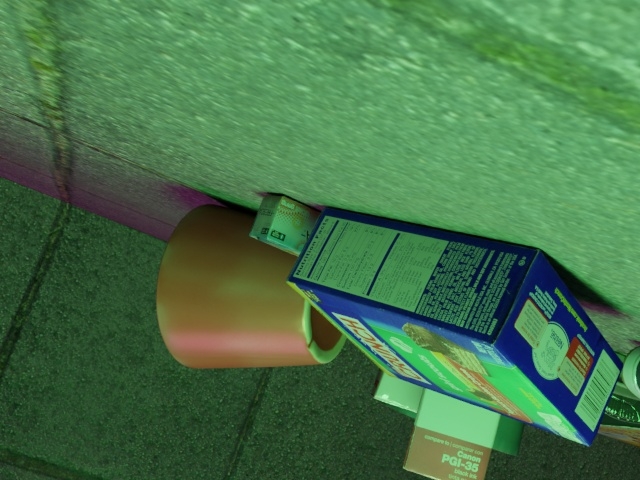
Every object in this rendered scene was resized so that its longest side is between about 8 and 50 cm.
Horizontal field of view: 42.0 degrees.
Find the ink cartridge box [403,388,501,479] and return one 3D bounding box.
[{"bbox_3d":[0.220,0.214,1.250,0.117,0.283,0.207,15,173,13],"label":"ink cartridge box"}]

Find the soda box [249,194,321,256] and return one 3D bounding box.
[{"bbox_3d":[0.000,0.000,1.127,0.183,0.063,0.058,24,172,-28],"label":"soda box"}]

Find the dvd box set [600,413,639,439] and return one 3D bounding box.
[{"bbox_3d":[0.793,0.443,1.909,0.420,0.062,0.307,22,164,-26],"label":"dvd box set"}]

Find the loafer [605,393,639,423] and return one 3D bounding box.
[{"bbox_3d":[0.646,0.323,1.671,0.267,0.096,0.084,17,179,16],"label":"loafer"}]

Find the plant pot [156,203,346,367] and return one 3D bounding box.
[{"bbox_3d":[-0.089,0.086,1.346,0.243,0.275,0.275,5,168,24],"label":"plant pot"}]

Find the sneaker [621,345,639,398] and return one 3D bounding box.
[{"bbox_3d":[0.568,0.235,1.149,0.282,0.099,0.153,26,174,-18],"label":"sneaker"}]

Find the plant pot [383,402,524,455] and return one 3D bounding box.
[{"bbox_3d":[0.308,0.284,1.741,0.292,0.235,0.293,21,174,2],"label":"plant pot"}]

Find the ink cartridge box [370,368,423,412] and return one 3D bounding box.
[{"bbox_3d":[0.174,0.200,1.538,0.092,0.220,0.160,20,174,4],"label":"ink cartridge box"}]

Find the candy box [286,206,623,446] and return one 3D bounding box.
[{"bbox_3d":[0.155,0.098,0.995,0.317,0.122,0.268,14,158,47],"label":"candy box"}]

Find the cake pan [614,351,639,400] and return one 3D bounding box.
[{"bbox_3d":[0.473,0.222,1.526,0.293,0.054,0.293,20,173,3],"label":"cake pan"}]
